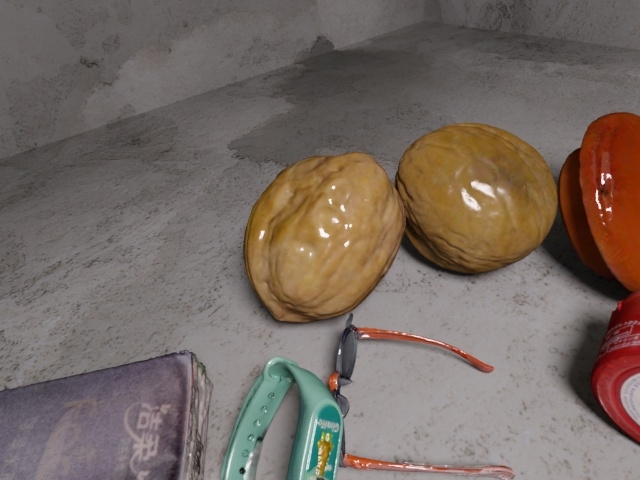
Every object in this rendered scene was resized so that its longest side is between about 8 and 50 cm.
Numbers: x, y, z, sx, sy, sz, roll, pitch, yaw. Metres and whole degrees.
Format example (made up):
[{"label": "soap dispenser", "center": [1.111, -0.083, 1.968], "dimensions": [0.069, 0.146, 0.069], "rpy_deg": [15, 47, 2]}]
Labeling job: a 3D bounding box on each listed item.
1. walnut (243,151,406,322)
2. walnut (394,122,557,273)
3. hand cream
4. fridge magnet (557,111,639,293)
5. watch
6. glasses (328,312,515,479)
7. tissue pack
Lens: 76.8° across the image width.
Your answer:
[{"label": "walnut", "center": [-0.002, -0.002, 0.788], "dimensions": [0.306, 0.306, 0.344], "rpy_deg": [16, 73, 27]}, {"label": "walnut", "center": [0.302, -0.090, 0.836], "dimensions": [0.332, 0.333, 0.333], "rpy_deg": [-5, 39, 4]}, {"label": "hand cream", "center": [0.500, 0.182, 0.538], "dimensions": [0.230, 0.230, 0.149], "rpy_deg": [27, 51, 35]}, {"label": "fridge magnet", "center": [0.593, -0.066, 0.772], "dimensions": [0.363, 0.364, 0.155], "rpy_deg": [-38, 10, -31]}, {"label": "watch", "center": [-0.055, 0.281, 0.552], "dimensions": [0.195, 0.068, 0.237], "rpy_deg": [-20, 51, 47]}, {"label": "glasses", "center": [0.146, 0.232, 0.623], "dimensions": [0.268, 0.118, 0.234], "rpy_deg": [0, 39, 10]}, {"label": "tissue pack", "center": [-0.369, 0.338, 0.580], "dimensions": [0.394, 0.124, 0.288], "rpy_deg": [-11, 40, -2]}]
